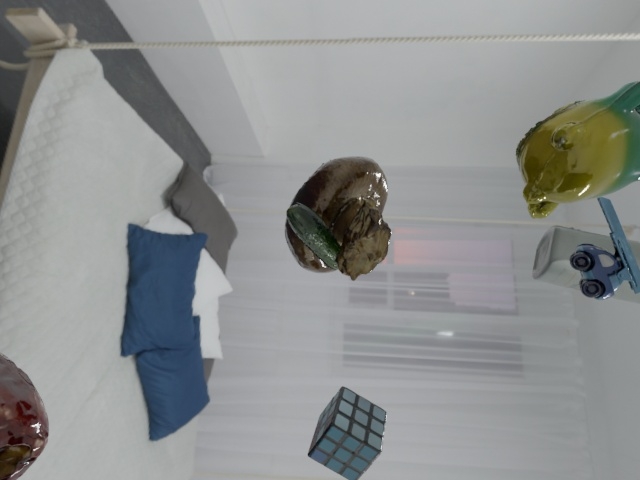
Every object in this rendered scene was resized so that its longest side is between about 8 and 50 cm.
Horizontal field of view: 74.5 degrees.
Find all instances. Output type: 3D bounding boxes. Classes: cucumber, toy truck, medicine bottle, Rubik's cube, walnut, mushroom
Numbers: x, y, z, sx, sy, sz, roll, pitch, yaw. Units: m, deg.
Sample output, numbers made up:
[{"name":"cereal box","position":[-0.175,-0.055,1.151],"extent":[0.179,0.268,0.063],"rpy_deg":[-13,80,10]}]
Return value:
[{"name":"cucumber","position":[0.000,0.000,0.951],"extent":[0.227,0.069,0.069],"rpy_deg":[50,32,-35]},{"name":"toy truck","position":[0.384,0.013,0.585],"extent":[0.063,0.074,0.136],"rpy_deg":[-10,79,-60]},{"name":"medicine bottle","position":[0.571,0.056,0.784],"extent":[0.161,0.296,0.111],"rpy_deg":[54,52,-68]},{"name":"Rubik's cube","position":[0.081,0.557,1.220],"extent":[0.162,0.160,0.163],"rpy_deg":[-61,178,27]},{"name":"walnut","position":[-0.597,0.298,0.664],"extent":[0.244,0.269,0.222],"rpy_deg":[-50,157,-8]},{"name":"mushroom","position":[0.083,-0.062,1.106],"extent":[0.334,0.356,0.331],"rpy_deg":[21,82,-54]}]

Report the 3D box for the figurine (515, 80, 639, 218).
[{"name":"figurine","position":[0.607,-0.196,0.951],"extent":[0.231,0.340,0.323],"rpy_deg":[51,-30,36]}]
